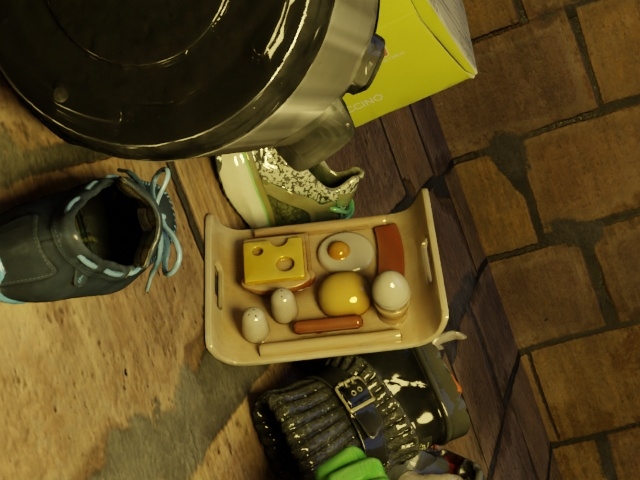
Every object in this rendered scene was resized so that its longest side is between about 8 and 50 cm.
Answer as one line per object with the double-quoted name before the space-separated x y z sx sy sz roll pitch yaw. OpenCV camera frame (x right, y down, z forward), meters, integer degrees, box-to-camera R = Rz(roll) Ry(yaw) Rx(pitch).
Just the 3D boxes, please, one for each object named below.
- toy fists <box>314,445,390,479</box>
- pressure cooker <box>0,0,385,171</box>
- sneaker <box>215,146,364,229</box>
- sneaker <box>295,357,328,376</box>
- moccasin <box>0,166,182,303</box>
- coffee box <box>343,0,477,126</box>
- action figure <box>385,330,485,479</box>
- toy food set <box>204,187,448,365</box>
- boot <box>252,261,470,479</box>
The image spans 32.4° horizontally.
"toy fists" 0.051 0.354 1.163 0.142 0.096 0.279 100 -17 -48
"pressure cooker" -0.120 -0.265 1.179 0.420 0.375 0.370 -31 131 -76
"sneaker" -0.007 -0.039 1.657 0.158 0.182 0.410 -87 154 -49
"sneaker" 0.027 0.193 1.676 0.286 0.109 0.130 33 49 -61
"moccasin" -0.206 0.000 1.109 0.342 0.117 0.137 -44 115 -71
"coffee box" 0.020 -0.417 1.812 0.338 0.338 0.334 44 32 -46
"action figure" 0.133 0.316 1.754 0.341 0.178 0.330 157 -54 -70
"toy food set" 0.002 0.037 1.437 0.092 0.306 0.219 84 1 -52
"boot" 0.015 0.168 1.478 0.348 0.260 0.131 60 -22 25
